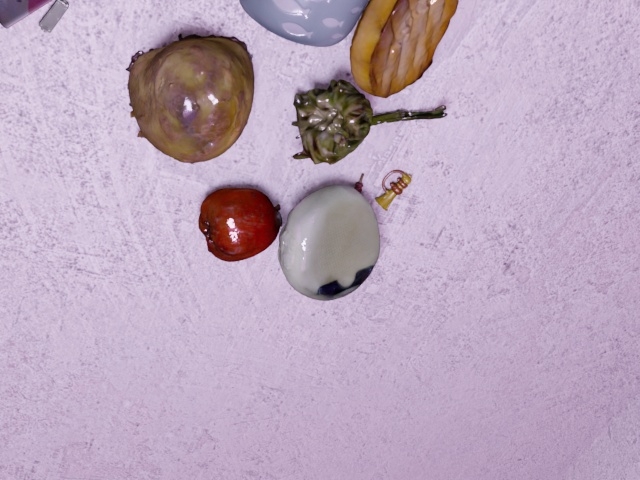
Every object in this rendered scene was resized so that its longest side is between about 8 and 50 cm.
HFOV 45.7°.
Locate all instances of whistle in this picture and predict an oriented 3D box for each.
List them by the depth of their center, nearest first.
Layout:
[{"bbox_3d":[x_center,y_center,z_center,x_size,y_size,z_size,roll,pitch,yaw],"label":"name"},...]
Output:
[{"bbox_3d":[0.182,-0.134,1.927,0.109,0.057,0.046,-51,168,14],"label":"whistle"}]

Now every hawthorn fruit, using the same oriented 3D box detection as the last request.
[{"bbox_3d":[-0.184,-0.049,1.812,0.202,0.185,0.185,-21,132,-20],"label":"hawthorn fruit"}]

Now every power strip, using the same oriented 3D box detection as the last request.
[{"bbox_3d":[-0.525,-0.447,1.501,0.027,0.017,0.083,33,114,-34],"label":"power strip"}]

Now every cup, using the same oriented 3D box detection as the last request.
[{"bbox_3d":[-0.054,-0.528,1.387,0.356,0.259,0.275,3,130,-30],"label":"cup"}]

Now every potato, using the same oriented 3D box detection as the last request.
[{"bbox_3d":[-0.262,-0.267,1.568,0.300,0.237,0.289,-19,130,1],"label":"potato"}]

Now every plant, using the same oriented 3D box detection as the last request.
[{"bbox_3d":[0.094,-0.245,1.735,0.333,0.251,0.180,7,88,-42],"label":"plant"}]

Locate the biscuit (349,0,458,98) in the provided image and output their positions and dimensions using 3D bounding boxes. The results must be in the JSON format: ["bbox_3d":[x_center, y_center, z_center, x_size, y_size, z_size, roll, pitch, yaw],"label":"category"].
[{"bbox_3d":[0.166,-0.436,1.562,0.296,0.102,0.296,-44,157,-24],"label":"biscuit"}]

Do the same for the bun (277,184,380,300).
[{"bbox_3d":[0.000,0.000,1.874,0.293,0.187,0.293,-12,107,-43],"label":"bun"}]

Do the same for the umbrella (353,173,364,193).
[{"bbox_3d":[0.085,-0.099,1.931,0.027,0.025,0.165,-12,136,-33],"label":"umbrella"}]

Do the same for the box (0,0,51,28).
[{"bbox_3d":[-0.535,-0.504,1.420,0.224,0.069,0.120,-29,130,10],"label":"box"}]
